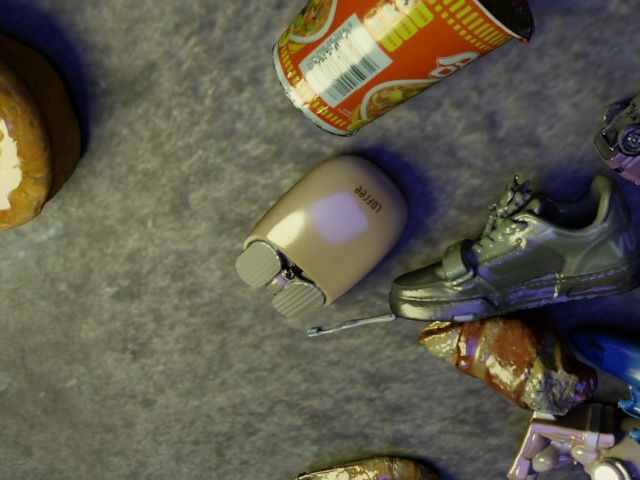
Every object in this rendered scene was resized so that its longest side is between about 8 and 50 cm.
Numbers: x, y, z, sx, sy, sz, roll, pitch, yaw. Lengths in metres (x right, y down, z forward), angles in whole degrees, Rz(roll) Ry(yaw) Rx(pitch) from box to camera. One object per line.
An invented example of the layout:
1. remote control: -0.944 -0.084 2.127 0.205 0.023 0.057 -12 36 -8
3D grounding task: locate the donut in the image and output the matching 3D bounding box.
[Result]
1. donut: -0.471 -0.138 0.851 0.317 0.150 0.299 29 120 -2

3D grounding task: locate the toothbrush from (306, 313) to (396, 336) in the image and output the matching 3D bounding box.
1. toothbrush: 0.042 0.116 0.923 0.132 0.011 0.013 -14 133 20

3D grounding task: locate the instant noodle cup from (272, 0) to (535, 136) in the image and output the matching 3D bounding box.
1. instant noodle cup: 0.069 -0.211 0.667 0.212 0.193 0.193 -34 104 35

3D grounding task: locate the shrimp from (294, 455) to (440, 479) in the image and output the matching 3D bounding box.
1. shrimp: 0.070 0.401 1.040 0.253 0.058 0.173 -20 118 21

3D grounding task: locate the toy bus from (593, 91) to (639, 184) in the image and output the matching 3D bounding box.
1. toy bus: 0.370 -0.129 0.669 0.098 0.086 0.178 37 117 -13

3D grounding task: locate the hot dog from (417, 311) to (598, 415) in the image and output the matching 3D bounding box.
1. hot dog: 0.226 0.130 0.807 0.213 0.146 0.103 27 95 31

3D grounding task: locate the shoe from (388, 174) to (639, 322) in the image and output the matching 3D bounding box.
1. shoe: 0.210 0.001 0.771 0.293 0.109 0.149 -10 109 16

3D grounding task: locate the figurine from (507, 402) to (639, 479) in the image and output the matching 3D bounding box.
1. figurine: 0.364 0.280 0.838 0.237 0.162 0.141 13 100 19

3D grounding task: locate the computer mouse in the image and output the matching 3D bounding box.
1. computer mouse: 0.000 0.000 0.836 0.145 0.082 0.236 44 117 -10

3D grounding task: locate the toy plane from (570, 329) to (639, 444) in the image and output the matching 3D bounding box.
1. toy plane: 0.403 0.160 0.749 0.271 0.105 0.253 23 94 36
